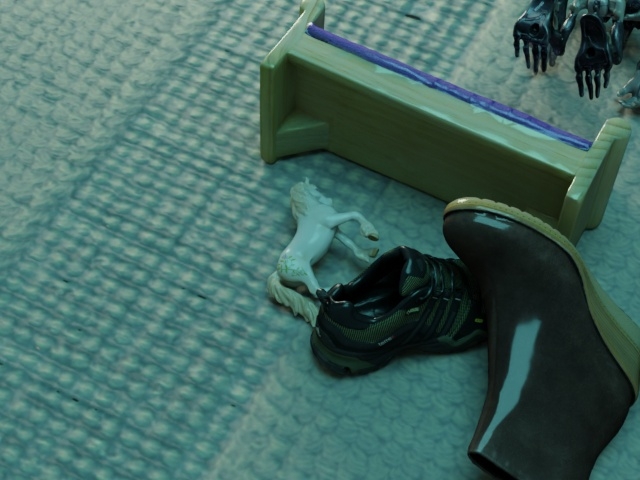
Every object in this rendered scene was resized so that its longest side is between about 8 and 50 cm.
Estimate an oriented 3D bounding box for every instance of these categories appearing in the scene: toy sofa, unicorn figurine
[{"bbox_3d":[0.127,-0.121,1.314,0.362,0.150,0.177,25,57,16],"label":"toy sofa"},{"bbox_3d":[0.000,0.000,1.271,0.111,0.060,0.162,25,55,15],"label":"unicorn figurine"}]

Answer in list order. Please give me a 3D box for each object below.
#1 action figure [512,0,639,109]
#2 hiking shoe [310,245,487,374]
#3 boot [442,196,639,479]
[{"bbox_3d":[0.307,-0.228,1.418,0.164,0.141,0.275,23,28,24],"label":"action figure"},{"bbox_3d":[0.101,0.051,1.201,0.227,0.114,0.086,-20,56,-17],"label":"hiking shoe"},{"bbox_3d":[0.176,0.101,1.134,0.248,0.090,0.207,39,59,-12],"label":"boot"}]
